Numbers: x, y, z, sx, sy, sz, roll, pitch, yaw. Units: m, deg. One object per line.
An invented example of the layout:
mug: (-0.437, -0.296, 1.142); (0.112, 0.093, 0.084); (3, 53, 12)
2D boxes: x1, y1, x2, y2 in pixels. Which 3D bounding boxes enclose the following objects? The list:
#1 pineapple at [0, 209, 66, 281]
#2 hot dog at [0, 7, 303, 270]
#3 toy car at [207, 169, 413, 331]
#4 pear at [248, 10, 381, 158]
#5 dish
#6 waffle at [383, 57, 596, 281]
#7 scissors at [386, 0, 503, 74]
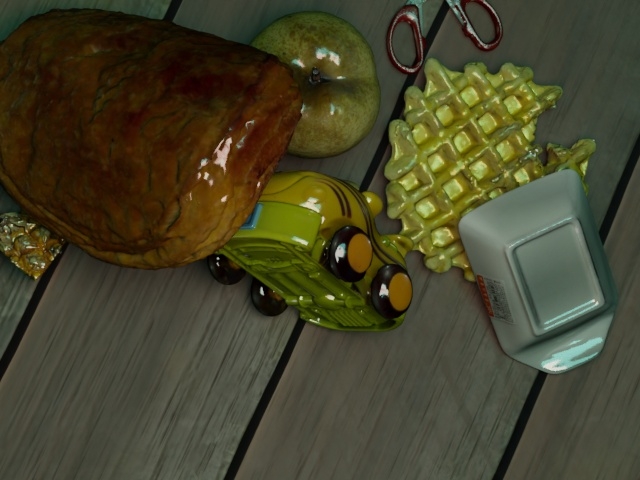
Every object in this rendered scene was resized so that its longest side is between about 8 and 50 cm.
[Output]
pineapple: (-0.330, 0.000, 1.789); (0.114, 0.077, 0.114); (22, 46, 1)
hot dog: (-0.190, -0.117, 1.716); (0.267, 0.387, 0.174); (-57, 143, -19)
toy car: (0.000, 0.000, 1.778); (0.248, 0.200, 0.142); (42, 57, -45)
pear: (-0.011, -0.174, 1.829); (0.167, 0.136, 0.167); (0, 85, 2)
dish: (0.265, 0.051, 1.870); (0.154, 0.064, 0.234); (-25, 115, -6)
waffle: (0.191, -0.082, 1.908); (0.250, 0.056, 0.261); (13, 87, -12)
scissors: (0.117, -0.326, 1.934); (0.144, 0.017, 0.248); (-18, 88, -14)
